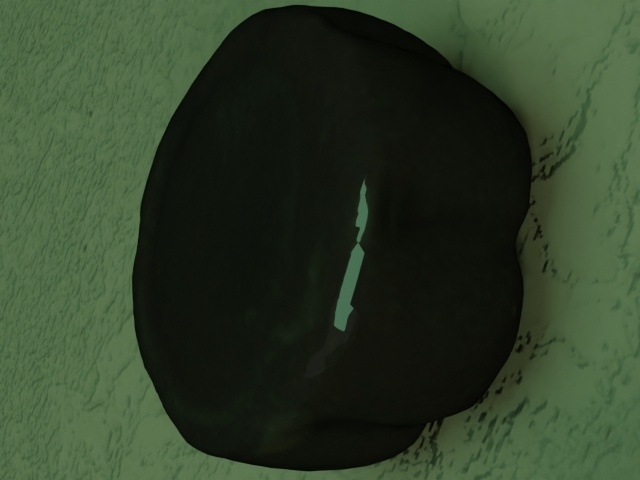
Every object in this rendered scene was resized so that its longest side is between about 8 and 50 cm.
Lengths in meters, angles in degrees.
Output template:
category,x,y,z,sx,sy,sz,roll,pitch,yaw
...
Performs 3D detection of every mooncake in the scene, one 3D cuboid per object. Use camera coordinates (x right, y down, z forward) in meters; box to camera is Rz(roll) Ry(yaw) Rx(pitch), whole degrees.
category,x,y,z,sx,sy,sz,roll,pitch,yaw
mooncake,0.000,0.000,0.852,0.245,0.133,0.245,-18,66,49
